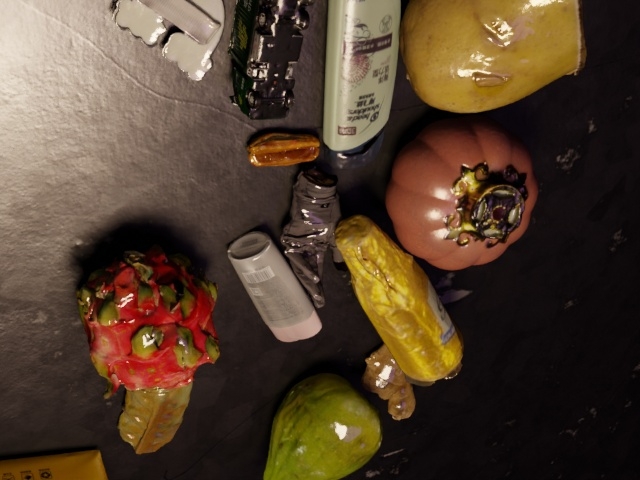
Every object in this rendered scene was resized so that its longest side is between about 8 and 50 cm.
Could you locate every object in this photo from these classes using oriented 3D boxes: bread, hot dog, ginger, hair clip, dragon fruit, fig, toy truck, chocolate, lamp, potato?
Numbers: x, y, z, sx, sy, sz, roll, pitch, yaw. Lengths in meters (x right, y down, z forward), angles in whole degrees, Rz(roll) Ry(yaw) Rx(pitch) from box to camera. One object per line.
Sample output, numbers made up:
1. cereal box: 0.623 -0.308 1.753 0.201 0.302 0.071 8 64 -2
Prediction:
1. bread: -0.330 0.337 1.787 0.128 0.088 0.232 4 127 -23
2. hot dog: -0.064 -0.164 1.584 0.144 0.038 0.062 -9 125 -27
3. ginger: 0.171 0.264 2.020 0.148 0.081 0.334 4 111 -14
4. hair clip: -0.220 -0.344 1.348 0.220 0.054 0.140 29 102 -44
5. dragon fruit: -0.293 0.144 1.564 0.231 0.237 0.303 -17 145 9
6. fig: -0.022 0.418 1.939 0.314 0.233 0.233 -21 133 -2
7. toy truck: -0.080 -0.324 1.393 0.088 0.121 0.259 -6 126 -28
8. chocolate: 0.150 0.120 1.762 0.162 0.162 0.445 -36 134 -1
9. lamp: 0.277 -0.084 1.689 0.305 0.239 0.305 -7 111 -19
10. potato: 0.252 -0.404 1.447 0.296 0.290 0.397 -17 117 9

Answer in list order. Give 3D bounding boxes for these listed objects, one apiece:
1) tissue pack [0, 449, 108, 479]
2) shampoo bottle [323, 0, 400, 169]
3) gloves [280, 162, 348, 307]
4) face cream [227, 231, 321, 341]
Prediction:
1. tissue pack: -0.579 0.573 1.674 0.382 0.293 0.228 2 122 -31
2. shampoo bottle: 0.072 -0.295 1.535 0.134 0.078 0.359 -18 131 -25
3. gloves: -0.004 -0.009 1.689 0.142 0.119 0.285 -8 113 -22
4. face cream: -0.090 0.098 1.740 0.107 0.073 0.269 -11 135 18
